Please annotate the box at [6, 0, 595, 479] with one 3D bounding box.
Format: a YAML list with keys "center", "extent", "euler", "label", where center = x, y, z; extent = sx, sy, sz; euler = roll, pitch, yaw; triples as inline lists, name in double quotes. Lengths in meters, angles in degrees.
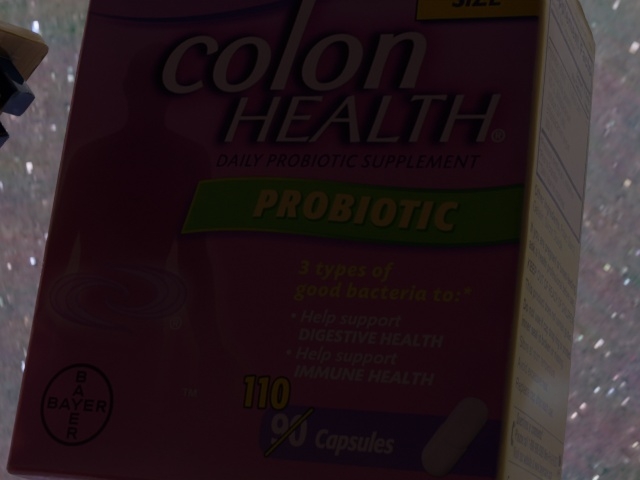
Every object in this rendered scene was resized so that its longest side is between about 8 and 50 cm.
- center: [0.000, 0.000, 0.605]
  extent: [0.213, 0.117, 0.243]
  euler: [2, -106, 21]
  label: "box"

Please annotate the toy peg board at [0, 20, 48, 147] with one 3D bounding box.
- center: [-0.257, -0.062, 0.832]
  extent: [0.161, 0.161, 0.079]
  euler: [-47, -120, 20]
  label: "toy peg board"
